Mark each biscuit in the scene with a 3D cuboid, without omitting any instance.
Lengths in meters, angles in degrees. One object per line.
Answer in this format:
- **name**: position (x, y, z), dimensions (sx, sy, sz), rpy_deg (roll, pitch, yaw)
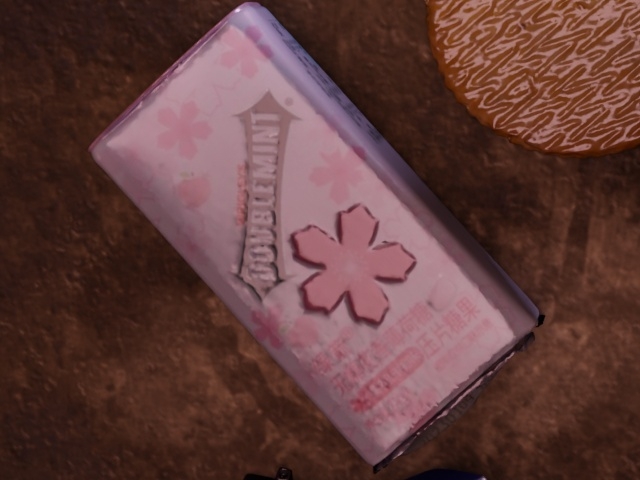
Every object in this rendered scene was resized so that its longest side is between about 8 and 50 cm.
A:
- **biscuit**: position (0.210, -0.189, 1.538), dimensions (0.254, 0.035, 0.254), rpy_deg (1, 96, 9)

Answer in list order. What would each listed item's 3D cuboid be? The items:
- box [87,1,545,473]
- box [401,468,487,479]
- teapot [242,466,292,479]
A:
- **box**: position (0.000, 0.000, 1.558), dimensions (0.190, 0.112, 0.369), rpy_deg (-43, 87, 13)
- **box**: position (0.068, 0.359, 1.543), dimensions (0.200, 0.106, 0.299), rpy_deg (-17, 95, -26)
- **teapot**: position (-0.041, 0.273, 1.603), dimensions (0.087, 0.096, 0.177), rpy_deg (11, 99, 8)
